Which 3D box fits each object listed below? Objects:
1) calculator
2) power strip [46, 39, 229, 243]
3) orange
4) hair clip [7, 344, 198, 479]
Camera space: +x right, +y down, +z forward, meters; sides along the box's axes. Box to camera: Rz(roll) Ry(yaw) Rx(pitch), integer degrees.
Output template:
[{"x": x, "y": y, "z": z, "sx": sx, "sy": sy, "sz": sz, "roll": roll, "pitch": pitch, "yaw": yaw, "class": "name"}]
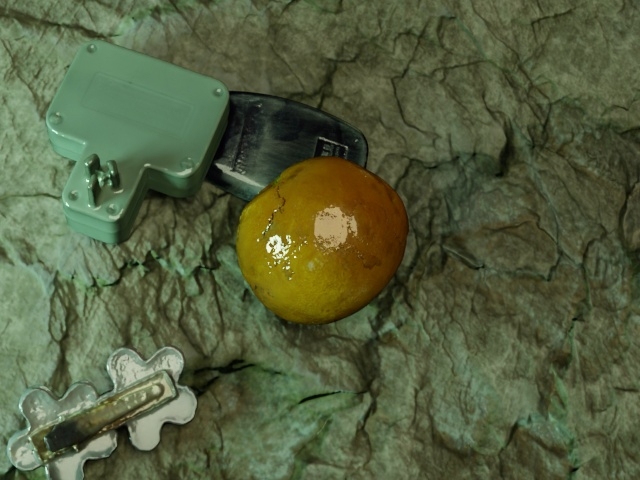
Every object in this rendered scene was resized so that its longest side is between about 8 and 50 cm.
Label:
[{"x": -0.048, "y": -0.129, "z": 1.605, "sx": 0.268, "sy": 0.040, "sz": 0.177, "roll": 16, "pitch": 71, "yaw": -14, "class": "calculator"}, {"x": -0.270, "y": -0.140, "z": 1.474, "sx": 0.229, "sy": 0.141, "sz": 0.261, "roll": 20, "pitch": 67, "yaw": 2, "class": "power strip"}, {"x": 0.000, "y": 0.000, "z": 1.466, "sx": 0.240, "sy": 0.240, "sz": 0.240, "roll": 5, "pitch": 71, "yaw": -16, "class": "orange"}, {"x": -0.284, "y": 0.226, "z": 1.398, "sx": 0.257, "sy": 0.075, "sz": 0.146, "roll": -24, "pitch": 83, "yaw": -29, "class": "hair clip"}]
